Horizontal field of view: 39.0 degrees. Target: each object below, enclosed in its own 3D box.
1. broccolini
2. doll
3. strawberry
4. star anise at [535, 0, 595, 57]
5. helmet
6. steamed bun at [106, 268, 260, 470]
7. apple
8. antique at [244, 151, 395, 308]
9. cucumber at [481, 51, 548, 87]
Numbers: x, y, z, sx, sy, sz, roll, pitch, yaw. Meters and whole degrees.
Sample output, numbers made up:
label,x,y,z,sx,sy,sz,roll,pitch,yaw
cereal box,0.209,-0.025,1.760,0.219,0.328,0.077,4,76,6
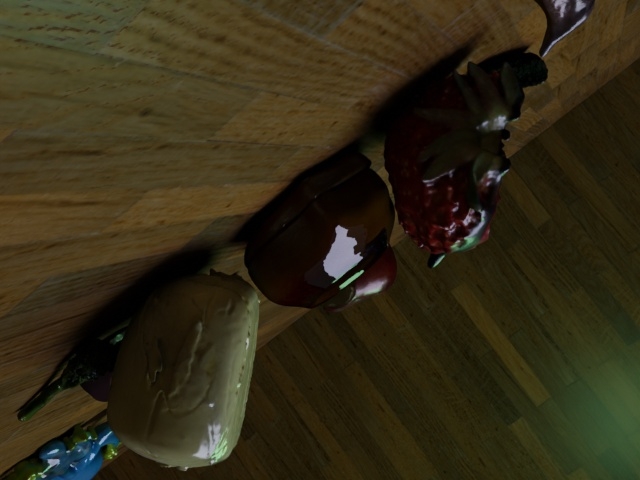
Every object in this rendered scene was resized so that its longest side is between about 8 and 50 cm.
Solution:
label,x,y,z,sx,sy,sz,roll,pitch,yaw
broccolini,-0.341,0.188,1.184,0.239,0.051,0.054,-33,-177,39
doll,-0.554,0.473,1.909,0.346,0.099,0.341,-39,162,-24
strawberry,0.131,-0.082,1.135,0.306,0.138,0.233,132,-31,-68
star anise,0.218,-0.247,0.605,0.227,0.148,0.218,-25,-145,-3
helmet,-0.283,0.178,1.249,0.098,0.070,0.123,-29,171,-45
steamed bun,-0.169,0.149,1.122,0.166,0.232,0.273,8,-178,1
apple,0.047,0.029,1.528,0.147,0.158,0.156,-21,172,-7
antique,0.000,0.000,1.205,0.223,0.129,0.278,-31,169,-35
cucumber,0.266,-0.236,1.281,0.058,0.052,0.215,-6,-170,34
